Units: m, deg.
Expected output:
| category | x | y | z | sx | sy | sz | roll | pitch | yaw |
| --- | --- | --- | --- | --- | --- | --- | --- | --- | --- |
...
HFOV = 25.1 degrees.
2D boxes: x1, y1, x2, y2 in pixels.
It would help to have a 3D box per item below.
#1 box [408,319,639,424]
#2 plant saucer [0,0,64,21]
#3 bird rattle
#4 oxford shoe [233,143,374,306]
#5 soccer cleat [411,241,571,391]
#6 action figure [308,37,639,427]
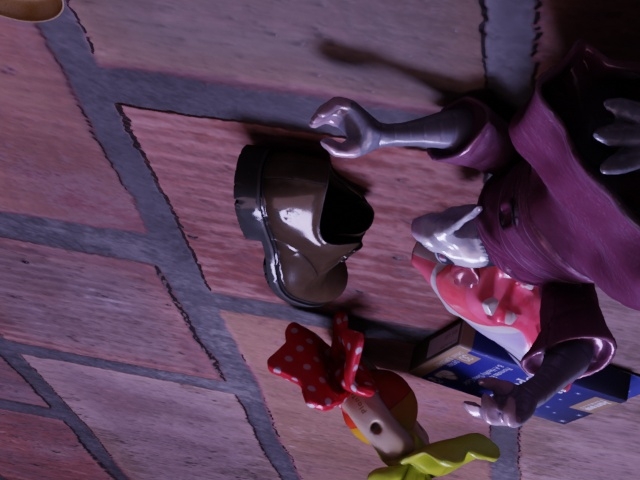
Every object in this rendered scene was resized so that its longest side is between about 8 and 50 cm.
| category | x | y | z | sx | sy | sz | roll | pitch | yaw |
| --- | --- | --- | --- | --- | --- | --- | --- | --- | --- |
| box | 0.219 | 0.143 | 1.478 | 0.225 | 0.036 | 0.136 | 18 | 158 | -13 |
| plant saucer | -0.213 | -0.177 | 0.977 | 0.083 | 0.015 | 0.083 | 11 | 158 | 5 |
| bird rattle | 0.050 | 0.182 | 1.508 | 0.253 | 0.143 | 0.207 | 43 | -176 | -2 |
| oxford shoe | 0.000 | 0.000 | 1.199 | 0.096 | 0.082 | 0.227 | 3 | 158 | 14 |
| soccer cleat | 0.168 | 0.062 | 1.274 | 0.095 | 0.083 | 0.248 | 28 | 174 | 38 |
| action figure | 0.175 | -0.036 | 0.960 | 0.276 | 0.248 | 0.370 | -25 | -178 | -17 |
